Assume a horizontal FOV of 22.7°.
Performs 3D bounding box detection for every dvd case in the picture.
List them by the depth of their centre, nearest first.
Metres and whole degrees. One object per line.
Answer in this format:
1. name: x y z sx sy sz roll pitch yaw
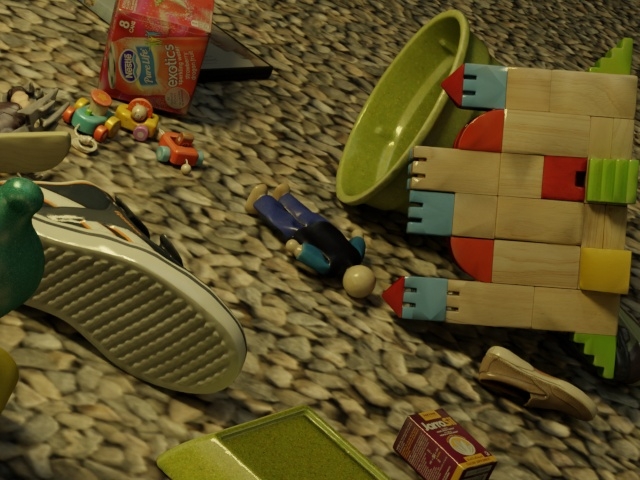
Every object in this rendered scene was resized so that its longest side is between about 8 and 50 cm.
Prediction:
1. dvd case: -0.209 -0.297 2.252 0.253 0.022 0.180 38 29 27

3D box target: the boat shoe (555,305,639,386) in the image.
1. boat shoe: 0.311 0.087 1.897 0.073 0.080 0.223 7 35 -43

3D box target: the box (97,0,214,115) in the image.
1. box: -0.209 -0.288 2.074 0.123 0.128 0.257 14 33 -10

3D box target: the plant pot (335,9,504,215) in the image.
1. plant pot: 0.199 -0.108 2.008 0.254 0.276 0.276 30 23 -17

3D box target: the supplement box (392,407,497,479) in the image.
1. supplement box: 0.120 0.206 1.538 0.055 0.043 0.083 -6 38 -45

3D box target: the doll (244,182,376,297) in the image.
1. doll: 0.000 0.000 1.830 0.129 0.046 0.189 -5 37 -44

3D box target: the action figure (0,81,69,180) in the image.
1. action figure: -0.382 -0.126 1.650 0.285 0.099 0.185 28 38 28

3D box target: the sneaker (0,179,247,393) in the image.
1. sneaker: -0.198 0.026 1.511 0.321 0.126 0.127 27 31 9

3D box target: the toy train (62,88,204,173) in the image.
1. toy train: -0.221 -0.135 1.898 0.166 0.046 0.125 8 29 -32

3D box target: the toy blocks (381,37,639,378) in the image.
1. toy blocks: 0.208 -0.048 1.793 0.261 0.381 0.191 5 1 1

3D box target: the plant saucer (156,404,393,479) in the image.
1. plant saucer: -0.017 0.213 1.402 0.188 0.045 0.188 38 28 28

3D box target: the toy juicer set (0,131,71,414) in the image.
1. toy juicer set: -0.318 0.004 1.232 0.209 0.329 0.089 15 39 -8

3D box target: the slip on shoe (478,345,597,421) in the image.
1. slip on shoe: 0.234 0.165 1.727 0.135 0.051 0.041 32 65 -3
